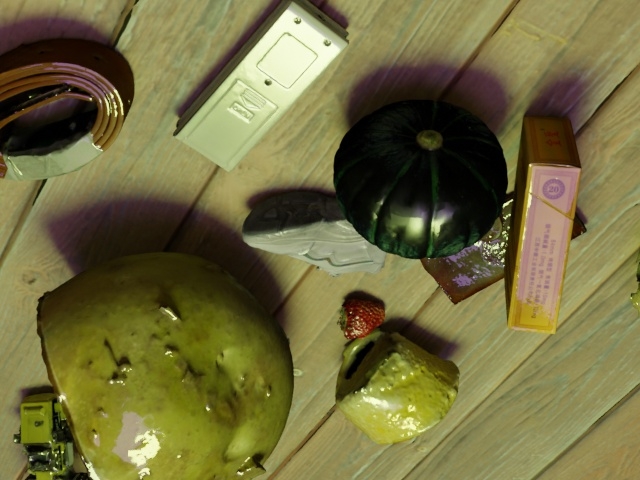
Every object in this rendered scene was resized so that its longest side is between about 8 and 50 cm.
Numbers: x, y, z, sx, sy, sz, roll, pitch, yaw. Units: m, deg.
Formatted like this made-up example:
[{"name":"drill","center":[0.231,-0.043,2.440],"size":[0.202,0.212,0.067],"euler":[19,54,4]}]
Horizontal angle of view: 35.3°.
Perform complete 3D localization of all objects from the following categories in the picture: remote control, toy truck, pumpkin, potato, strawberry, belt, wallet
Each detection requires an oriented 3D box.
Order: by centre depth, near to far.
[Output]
[{"name":"remote control","center":[-0.088,-0.223,1.431],"size":[0.103,0.056,0.277],"euler":[33,121,-24]},{"name":"belt","center":[-0.392,-0.184,1.436],"size":[0.261,0.105,0.184],"euler":[-23,123,14]},{"name":"pumpkin","center":[0.138,-0.069,1.443],"size":[0.247,0.248,0.248],"euler":[0,129,0]},{"name":"potato","center":[-0.208,0.211,1.585],"size":[0.319,0.385,0.442],"euler":[-25,136,5]},{"name":"wallet","center":[0.287,0.001,1.623],"size":[0.255,0.031,0.137],"euler":[-32,117,21]},{"name":"strawberry","center":[0.073,0.132,1.714],"size":[0.083,0.073,0.073],"euler":[-4,130,-13]},{"name":"toy truck","center":[-0.499,0.426,1.866],"size":[0.136,0.111,0.286],"euler":[-6,90,19]}]

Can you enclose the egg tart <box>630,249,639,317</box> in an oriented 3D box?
[{"name":"egg tart","center":[0.629,0.073,1.631],"size":[0.297,0.132,0.297],"euler":[-3,116,-6]}]

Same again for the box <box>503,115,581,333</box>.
[{"name":"box","center":[0.323,-0.024,1.482],"size":[0.076,0.174,0.274],"euler":[4,119,5]}]

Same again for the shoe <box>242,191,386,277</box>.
[{"name":"shoe","center":[0.000,0.000,1.587],"size":[0.244,0.095,0.138],"euler":[-4,127,-4]}]

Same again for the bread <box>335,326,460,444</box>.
[{"name":"bread","center":[0.129,0.254,1.741],"size":[0.170,0.197,0.197],"euler":[41,119,-20]}]
